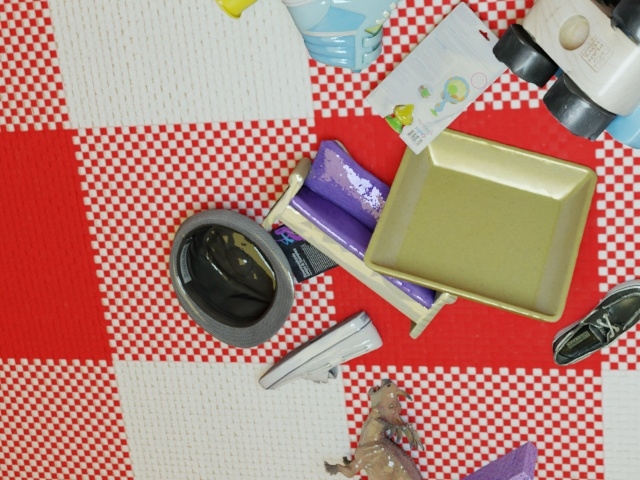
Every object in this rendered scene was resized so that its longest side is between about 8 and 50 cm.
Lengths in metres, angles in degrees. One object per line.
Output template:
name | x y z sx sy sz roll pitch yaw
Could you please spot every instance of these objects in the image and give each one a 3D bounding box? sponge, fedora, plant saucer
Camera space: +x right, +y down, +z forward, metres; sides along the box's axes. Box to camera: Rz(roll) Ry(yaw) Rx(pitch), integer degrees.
sponge | 0.322 0.472 2.146 0.210 0.117 0.031 -37 98 24
fedora | -0.154 0.060 2.126 0.275 0.124 0.244 37 113 9
plant saucer | 0.275 -0.021 1.908 0.333 0.333 0.081 17 147 10

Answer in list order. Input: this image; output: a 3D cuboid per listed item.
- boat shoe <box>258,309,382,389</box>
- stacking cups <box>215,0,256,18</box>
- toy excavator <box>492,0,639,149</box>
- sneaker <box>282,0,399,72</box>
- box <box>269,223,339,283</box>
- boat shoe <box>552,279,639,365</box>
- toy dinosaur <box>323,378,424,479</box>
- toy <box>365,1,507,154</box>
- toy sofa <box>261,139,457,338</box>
boat shoe | 0.001 0.235 2.169 0.267 0.096 0.088 -33 93 15
stacking cups | -0.045 -0.498 1.909 0.316 0.096 0.096 -28 100 22
toy excavator | 0.564 -0.237 1.777 0.222 0.445 0.433 -54 48 26
sneaker | 0.102 -0.404 1.899 0.319 0.127 0.208 -16 124 8
box | 0.000 0.000 2.114 0.162 0.029 0.116 -24 102 21
boat shoe | 0.510 0.155 2.002 0.078 0.070 0.219 46 115 -4
toy dinosaur | 0.143 0.442 2.189 0.200 0.127 0.296 -28 106 16
toy | 0.209 -0.279 1.932 0.237 0.056 0.137 -44 85 15
toy sofa | 0.089 -0.010 1.995 0.362 0.150 0.177 37 108 -4
